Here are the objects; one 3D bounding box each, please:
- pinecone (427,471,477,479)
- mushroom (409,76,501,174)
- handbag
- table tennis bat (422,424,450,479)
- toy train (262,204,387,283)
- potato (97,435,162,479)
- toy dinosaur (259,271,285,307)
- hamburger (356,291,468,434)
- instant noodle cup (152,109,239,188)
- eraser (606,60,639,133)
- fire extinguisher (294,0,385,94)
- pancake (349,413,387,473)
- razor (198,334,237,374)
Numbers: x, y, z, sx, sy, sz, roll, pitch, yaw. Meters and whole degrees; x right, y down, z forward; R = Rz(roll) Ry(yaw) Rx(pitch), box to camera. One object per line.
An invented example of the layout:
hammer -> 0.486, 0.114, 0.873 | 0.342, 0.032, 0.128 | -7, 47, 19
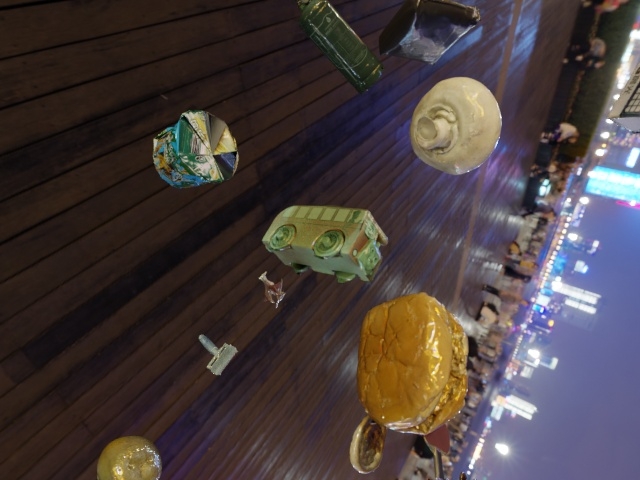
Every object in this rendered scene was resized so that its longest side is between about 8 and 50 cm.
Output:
pinecone -> 0.199, 0.519, 0.659 | 0.291, 0.247, 0.246 | -28, 156, 17
mushroom -> 0.333, -0.290, 1.078 | 0.202, 0.246, 0.246 | -20, 127, -33
handbag -> 0.313, -0.610, 1.226 | 0.222, 0.247, 0.080 | 5, 81, -18
table tennis bat -> 0.265, 0.462, 0.949 | 0.014, 0.095, 0.158 | -40, -155, 33
toy train -> 0.000, 0.000, 0.982 | 0.129, 0.326, 0.159 | 51, 59, -37
potato -> -0.492, 0.578, 1.047 | 0.194, 0.157, 0.157 | -35, 173, 36
toy dinosaur -> -0.153, 0.152, 1.294 | 0.032, 0.108, 0.220 | -37, 175, -29
hamburger -> 0.189, 0.276, 0.936 | 0.158, 0.318, 0.319 | 26, 84, -24
instant noodle cup -> -0.403, -0.272, 1.308 | 0.240, 0.178, 0.241 | 18, 67, -49
eraser -> 0.766, -0.381, 0.896 | 0.130, 0.086, 0.287 | -86, -160, -74
fire extinguisher -> 0.038, -0.533, 1.075 | 0.311, 0.095, 0.114 | 40, 91, -20
pancake -> 0.121, 0.488, 1.011 | 0.151, 0.025, 0.152 | 4, 85, -48
razor -> -0.247, 0.245, 0.942 | 0.068, 0.135, 0.040 | -53, 127, -16
